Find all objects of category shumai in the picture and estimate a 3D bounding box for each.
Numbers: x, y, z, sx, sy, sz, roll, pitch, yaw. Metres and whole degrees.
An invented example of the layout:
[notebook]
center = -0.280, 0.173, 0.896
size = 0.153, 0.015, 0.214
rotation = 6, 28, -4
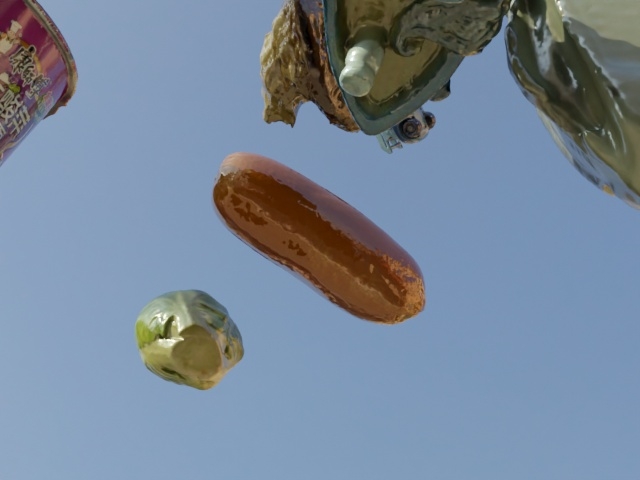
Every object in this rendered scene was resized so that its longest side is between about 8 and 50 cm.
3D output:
[shumai]
center = 0.002, -0.170, 1.020
size = 0.105, 0.123, 0.139
rotation = 13, -55, 36

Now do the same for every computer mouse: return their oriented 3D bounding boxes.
[computer mouse]
center = 0.226, -0.157, 0.740
size = 0.228, 0.428, 0.145
rotation = -11, -39, 8

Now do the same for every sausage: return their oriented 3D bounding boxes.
[sausage]
center = 0.000, 0.000, 1.093
size = 0.238, 0.098, 0.098
rotation = 33, -53, -8

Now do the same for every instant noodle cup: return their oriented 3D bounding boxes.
[instant noodle cup]
center = -0.373, -0.132, 1.023
size = 0.251, 0.190, 0.251
rotation = 21, -27, 11

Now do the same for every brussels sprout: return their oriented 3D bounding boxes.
[brussels sprout]
center = -0.201, 0.149, 1.731
size = 0.144, 0.180, 0.161
rotation = -44, -87, 1

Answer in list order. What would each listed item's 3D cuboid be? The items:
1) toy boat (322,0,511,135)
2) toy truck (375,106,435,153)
[toy boat]
center = 0.053, -0.143, 0.617
size = 0.109, 0.098, 0.237
rotation = 15, -34, 0
[toy truck]
center = 0.094, -0.188, 1.514
size = 0.074, 0.063, 0.136
rotation = -20, -86, 36
